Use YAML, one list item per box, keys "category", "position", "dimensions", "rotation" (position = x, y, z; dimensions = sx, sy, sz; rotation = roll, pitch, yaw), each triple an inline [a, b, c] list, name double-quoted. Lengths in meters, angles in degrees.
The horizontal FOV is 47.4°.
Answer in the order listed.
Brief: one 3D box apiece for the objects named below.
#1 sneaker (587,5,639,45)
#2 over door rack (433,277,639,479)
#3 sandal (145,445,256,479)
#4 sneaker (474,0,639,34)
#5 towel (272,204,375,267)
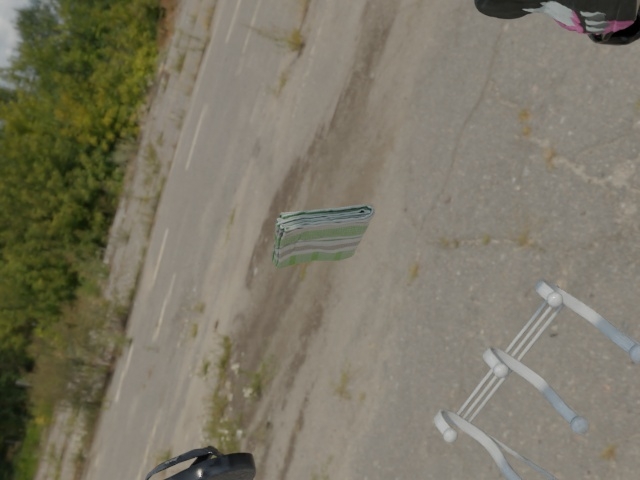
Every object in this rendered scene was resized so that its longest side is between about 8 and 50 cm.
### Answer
- category: "sneaker"
  position: [0.349, -0.338, 0.989]
  dimensions: [0.087, 0.227, 0.130]
  rotation: [-55, 6, 20]
- category: "over door rack"
  position: [0.341, 0.222, 0.904]
  dimensions: [0.239, 0.324, 0.108]
  rotation: [-57, 12, 17]
- category: "sandal"
  position: [-0.172, 0.286, 0.877]
  dimensions: [0.254, 0.097, 0.054]
  rotation: [-33, 58, 42]
- category: "sneaker"
  position: [0.267, -0.288, 0.811]
  dimensions: [0.072, 0.178, 0.077]
  rotation: [91, -163, -56]
- category: "towel"
  position: [0.000, 0.000, 0.876]
  dimensions: [0.152, 0.113, 0.023]
  rotation: [106, 157, -68]
